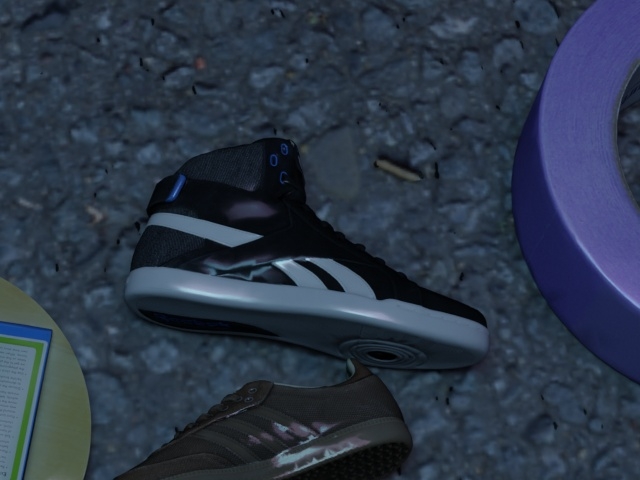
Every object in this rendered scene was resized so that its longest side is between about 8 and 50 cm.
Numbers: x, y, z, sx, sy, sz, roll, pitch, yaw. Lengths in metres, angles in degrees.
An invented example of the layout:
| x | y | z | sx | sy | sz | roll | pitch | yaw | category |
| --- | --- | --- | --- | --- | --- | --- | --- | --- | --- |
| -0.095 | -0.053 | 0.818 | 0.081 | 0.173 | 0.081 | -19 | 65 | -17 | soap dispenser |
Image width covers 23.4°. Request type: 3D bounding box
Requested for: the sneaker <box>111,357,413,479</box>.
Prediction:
| x | y | z | sx | sy | sz | roll | pitch | yaw | category |
| --- | --- | --- | --- | --- | --- | --- | --- | --- | --- |
| -0.045 | 0.121 | 0.879 | 0.188 | 0.066 | 0.071 | -12 | 51 | -16 | sneaker |

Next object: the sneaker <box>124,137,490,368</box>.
| x | y | z | sx | sy | sz | roll | pitch | yaw | category |
| --- | --- | --- | --- | --- | --- | --- | --- | --- | --- |
| 0.000 | 0.000 | 0.917 | 0.216 | 0.079 | 0.121 | 10 | 67 | 1 | sneaker |

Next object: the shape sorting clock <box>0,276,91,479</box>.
| x | y | z | sx | sy | sz | roll | pitch | yaw | category |
| --- | --- | --- | --- | --- | --- | --- | --- | --- | --- |
| -0.233 | 0.108 | 0.869 | 0.206 | 0.040 | 0.206 | 3 | 67 | -8 | shape sorting clock |

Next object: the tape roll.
| x | y | z | sx | sy | sz | roll | pitch | yaw | category |
| --- | --- | --- | --- | --- | --- | --- | --- | --- | --- |
| 0.261 | -0.038 | 0.954 | 0.274 | 0.090 | 0.275 | 2 | 67 | -5 | tape roll |
